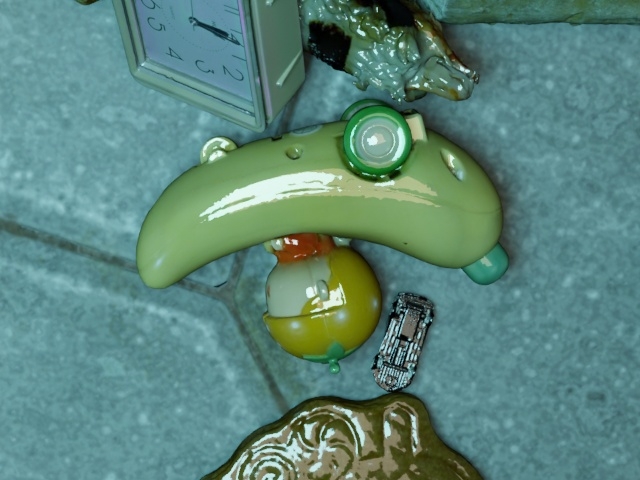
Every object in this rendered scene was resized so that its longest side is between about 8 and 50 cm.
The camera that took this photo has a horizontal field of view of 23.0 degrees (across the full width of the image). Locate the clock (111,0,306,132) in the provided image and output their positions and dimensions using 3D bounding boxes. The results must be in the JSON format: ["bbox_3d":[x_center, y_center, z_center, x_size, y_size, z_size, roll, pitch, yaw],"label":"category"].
[{"bbox_3d":[-0.094,-0.191,1.298,0.147,0.192,0.071,24,60,19],"label":"clock"}]

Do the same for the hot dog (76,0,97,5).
[{"bbox_3d":[-0.101,-0.296,1.364,0.289,0.083,0.068,-30,79,0],"label":"hot dog"}]

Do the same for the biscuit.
[{"bbox_3d":[0.024,0.273,1.452,0.273,0.049,0.257,-29,97,-2],"label":"biscuit"}]

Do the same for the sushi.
[{"bbox_3d":[0.034,-0.187,1.348,0.226,0.103,0.097,27,109,9],"label":"sushi"}]

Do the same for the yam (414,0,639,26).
[{"bbox_3d":[0.221,-0.245,1.371,0.330,0.133,0.133,3,96,-8],"label":"yam"}]

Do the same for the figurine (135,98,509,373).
[{"bbox_3d":[0.000,0.000,1.385,0.324,0.124,0.222,-13,101,0],"label":"figurine"}]

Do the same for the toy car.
[{"bbox_3d":[0.074,0.094,1.444,0.041,0.025,0.093,19,92,-4],"label":"toy car"}]
